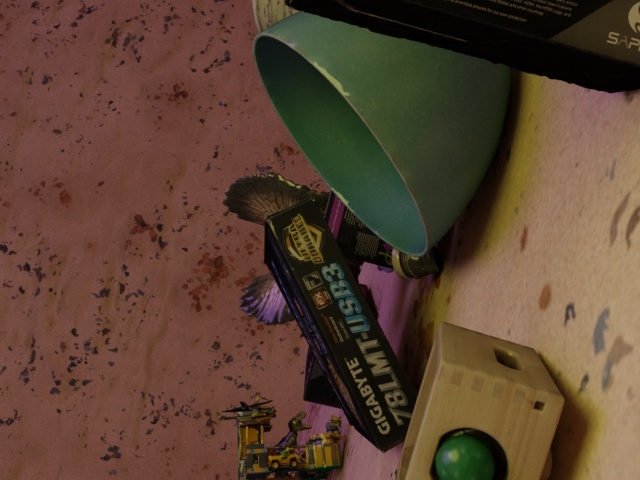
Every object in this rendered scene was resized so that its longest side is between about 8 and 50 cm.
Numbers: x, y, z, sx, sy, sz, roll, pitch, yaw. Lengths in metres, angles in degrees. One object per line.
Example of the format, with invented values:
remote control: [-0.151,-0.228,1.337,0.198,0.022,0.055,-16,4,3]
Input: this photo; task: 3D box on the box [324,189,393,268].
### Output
box: [0.085,-0.022,0.918,0.029,0.162,0.116,-62,-14,-81]

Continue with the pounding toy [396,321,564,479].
pounding toy: [0.106,0.140,0.384,0.141,0.100,0.130,-25,-50,-78]

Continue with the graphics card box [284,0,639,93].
graphics card box: [0.131,-0.291,0.335,0.094,0.232,0.371,-120,43,-82]

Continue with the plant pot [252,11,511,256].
plant pot: [0.091,-0.154,0.675,0.195,0.290,0.290,-38,-4,-8]

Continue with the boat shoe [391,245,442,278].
boat shoe: [0.156,-0.042,0.832,0.065,0.075,0.206,-4,58,43]

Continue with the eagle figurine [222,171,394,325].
eagle figurine: [-0.002,0.006,1.049,0.225,0.298,0.226,99,159,-45]

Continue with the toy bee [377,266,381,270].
toy bee: [0.096,-0.112,1.333,0.195,0.162,0.298,111,173,-64]

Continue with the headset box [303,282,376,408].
headset box: [0.039,0.215,1.383,0.293,0.110,0.218,-87,10,-80]

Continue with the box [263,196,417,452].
box: [0.016,0.116,0.821,0.296,0.073,0.293,63,169,7]

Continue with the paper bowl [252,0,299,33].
paper bowl: [0.012,-0.400,0.822,0.284,0.148,0.284,12,-90,-83]

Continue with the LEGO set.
LEGO set: [-0.080,0.417,1.342,0.331,0.254,0.192,91,175,-64]
